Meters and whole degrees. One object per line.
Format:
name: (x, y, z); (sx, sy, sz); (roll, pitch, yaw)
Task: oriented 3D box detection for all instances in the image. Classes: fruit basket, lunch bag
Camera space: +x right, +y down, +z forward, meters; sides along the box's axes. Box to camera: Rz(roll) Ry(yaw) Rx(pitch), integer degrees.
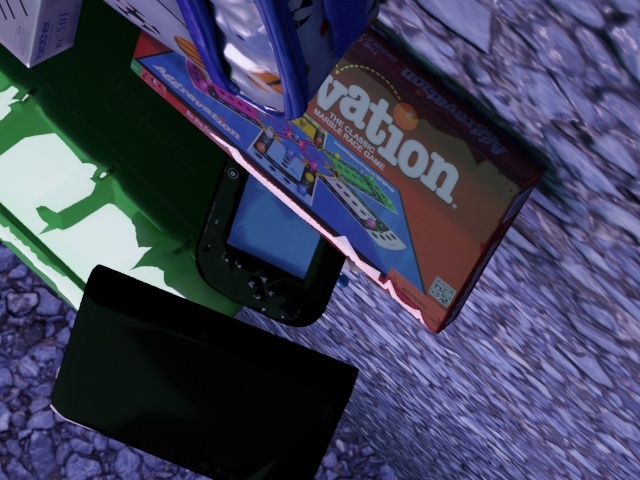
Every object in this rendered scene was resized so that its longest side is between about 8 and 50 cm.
fruit basket: (-0.181, -0.091, 1.387); (0.392, 0.283, 0.392); (30, 153, 17)
lunch bag: (-0.076, -0.185, 0.838); (0.243, 0.115, 0.303); (39, 172, 13)

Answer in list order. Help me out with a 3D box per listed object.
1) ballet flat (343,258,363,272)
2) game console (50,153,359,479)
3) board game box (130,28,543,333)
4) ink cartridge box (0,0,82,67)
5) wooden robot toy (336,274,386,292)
ballet flat: (-0.004, -0.010, 1.569); (0.168, 0.052, 0.057); (49, 170, -37)
game console: (-0.058, 0.026, 1.184); (0.213, 0.361, 0.044); (21, -148, 0)
board game box: (0.000, -0.079, 1.038); (0.281, 0.027, 0.145); (41, 136, 16)
ink cartridge box: (-0.195, -0.222, 1.080); (0.097, 0.046, 0.207); (41, 139, 18)
wooden robot toy: (0.000, 0.000, 1.508); (0.173, 0.076, 0.079); (17, 175, 9)
